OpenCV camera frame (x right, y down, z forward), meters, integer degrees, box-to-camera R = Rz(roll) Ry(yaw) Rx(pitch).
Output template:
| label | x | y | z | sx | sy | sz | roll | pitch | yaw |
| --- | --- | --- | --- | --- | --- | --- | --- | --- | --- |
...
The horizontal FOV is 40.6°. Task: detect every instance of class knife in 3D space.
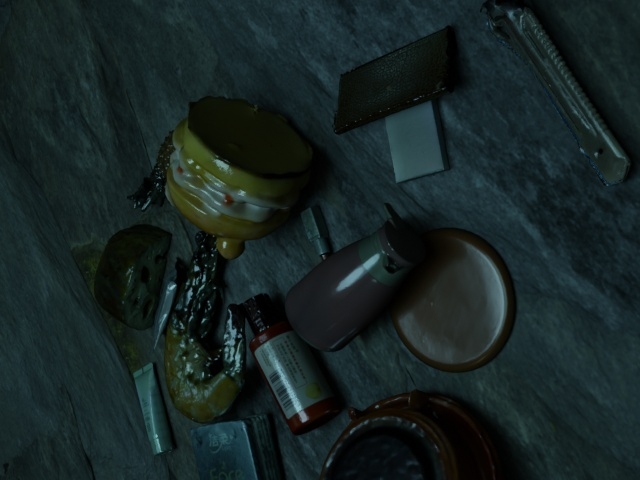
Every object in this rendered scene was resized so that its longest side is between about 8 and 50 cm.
| label | x | y | z | sx | sy | sz | roll | pitch | yaw |
| --- | --- | --- | --- | --- | --- | --- | --- | --- | --- |
| knife | 0.365 | -0.239 | 1.330 | 0.365 | 0.043 | 0.089 | 60 | 158 | 17 |

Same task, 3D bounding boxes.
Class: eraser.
| label | x | y | z | sx | sy | sz | roll | pitch | yaw |
| --- | --- | --- | --- | --- | --- | --- | --- | --- | --- |
| eraser | 0.164 | -0.182 | 1.507 | 0.104 | 0.023 | 0.150 | -14 | 83 | 39 |

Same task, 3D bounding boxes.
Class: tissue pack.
| label | x | y | z | sx | sy | sz | roll | pitch | yaw |
| --- | --- | --- | --- | --- | --- | --- | --- | --- | --- |
| tissue pack | -0.340 | 0.143 | 1.897 | 0.122 | 0.026 | 0.192 | -112 | 37 | -72 |
| tissue pack | -0.162 | 0.494 | 1.776 | 0.185 | 0.081 | 0.256 | -20 | 81 | 39 |

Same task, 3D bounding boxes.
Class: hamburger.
| label | x | y | z | sx | sy | sz | roll | pitch | yaw |
| --- | --- | --- | --- | --- | --- | --- | --- | --- | --- |
| hamburger | -0.165 | -0.116 | 1.645 | 0.276 | 0.276 | 0.236 | 46 | 130 | 28 |

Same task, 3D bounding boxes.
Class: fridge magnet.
| label | x | y | z | sx | sy | sz | roll | pitch | yaw |
| --- | --- | --- | --- | --- | --- | --- | --- | --- | --- |
| fridge magnet | 0.133 | 0.426 | 1.437 | 0.364 | 0.155 | 0.363 | -20 | 55 | 31 |

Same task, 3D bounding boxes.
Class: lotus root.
| label | x | y | z | sx | sy | sz | roll | pitch | yaw |
| --- | --- | --- | --- | --- | --- | --- | --- | --- | --- |
| lotus root | -0.426 | 0.080 | 1.952 | 0.119 | 0.138 | 0.234 | 21 | 100 | 27 |

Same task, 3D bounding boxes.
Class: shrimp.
| label | x | y | z | sx | sy | sz | roll | pitch | yaw |
| --- | --- | --- | --- | --- | --- | --- | --- | --- | --- |
| shrimp | -0.227 | 0.167 | 1.792 | 0.272 | 0.085 | 0.444 | 20 | 102 | 47 |

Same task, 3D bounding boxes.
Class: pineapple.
| label | x | y | z | sx | sy | sz | roll | pitch | yaw |
| --- | --- | --- | --- | --- | --- | --- | --- | --- | --- |
| pineapple | -0.332 | -0.145 | 1.865 | 0.251 | 0.125 | 0.125 | -37 | 69 | 40 |

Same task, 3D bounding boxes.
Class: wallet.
| label | x | y | z | sx | sy | sz | roll | pitch | yaw |
| --- | --- | --- | --- | --- | --- | --- | --- | --- | --- |
| wallet | 0.127 | -0.273 | 1.508 | 0.243 | 0.039 | 0.132 | -16 | 59 | 38 |

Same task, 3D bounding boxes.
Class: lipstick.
| label | x | y | z | sx | sy | sz | roll | pitch | yaw |
| --- | --- | --- | --- | --- | --- | --- | --- | --- | --- |
| lipstick | -0.001 | 0.001 | 1.648 | 0.030 | 0.030 | 0.129 | -28 | 75 | 37 |

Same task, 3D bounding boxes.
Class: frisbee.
| label | x | y | z | sx | sy | sz | roll | pitch | yaw |
| --- | --- | --- | --- | --- | --- | --- | --- | --- | --- |
| frisbee | 0.217 | 0.102 | 1.482 | 0.251 | 0.021 | 0.250 | 1 | 92 | 39 |

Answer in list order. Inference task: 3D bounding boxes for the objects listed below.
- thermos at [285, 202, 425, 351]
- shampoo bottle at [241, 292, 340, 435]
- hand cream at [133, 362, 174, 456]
| label | x | y | z | sx | sy | sz | roll | pitch | yaw |
| --- | --- | --- | --- | --- | --- | --- | --- | --- | --- |
| thermos | 0.072 | 0.060 | 1.516 | 0.146 | 0.176 | 0.265 | 36 | 127 | -12 |
| shampoo bottle | -0.069 | 0.230 | 1.669 | 0.104 | 0.104 | 0.278 | -43 | 67 | 33 |
| hand cream | -0.383 | 0.387 | 1.976 | 0.078 | 0.050 | 0.204 | -33 | 67 | 38 |
